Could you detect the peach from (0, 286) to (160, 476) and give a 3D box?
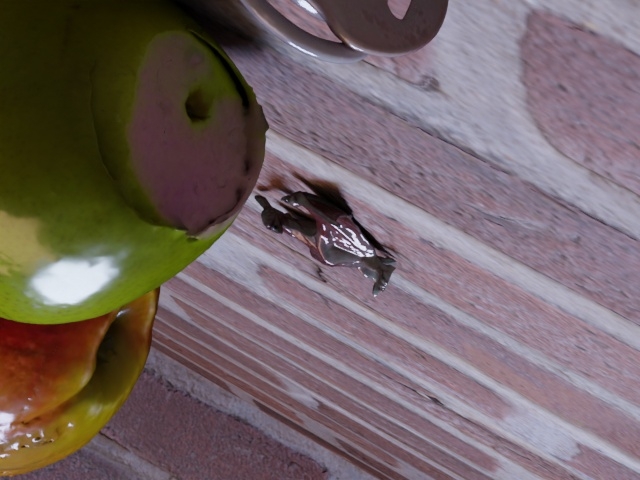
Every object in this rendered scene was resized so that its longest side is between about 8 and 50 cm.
[{"bbox_3d":[-0.327,0.043,1.399,0.373,0.372,0.290,27,150,22],"label":"peach"}]

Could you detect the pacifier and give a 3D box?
[{"bbox_3d":[0.010,-0.103,0.504,0.099,0.081,0.078,35,141,-20],"label":"pacifier"}]

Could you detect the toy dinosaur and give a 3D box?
[{"bbox_3d":[0.001,-0.001,1.078,0.108,0.032,0.220,29,172,-4],"label":"toy dinosaur"}]

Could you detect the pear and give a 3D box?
[{"bbox_3d":[-0.146,-0.052,0.820,0.220,0.187,0.187,0,151,42],"label":"pear"}]
